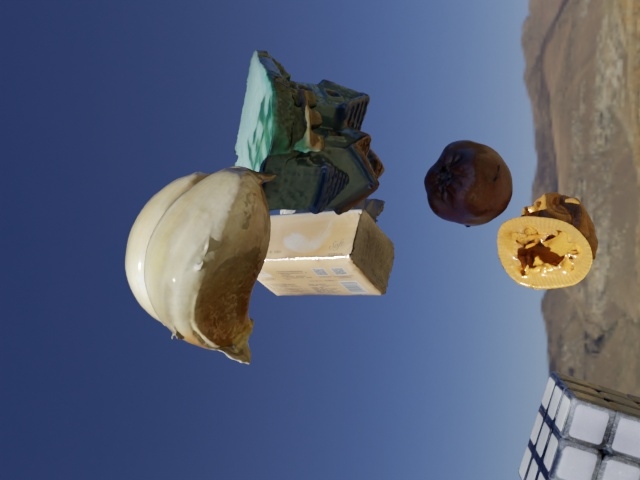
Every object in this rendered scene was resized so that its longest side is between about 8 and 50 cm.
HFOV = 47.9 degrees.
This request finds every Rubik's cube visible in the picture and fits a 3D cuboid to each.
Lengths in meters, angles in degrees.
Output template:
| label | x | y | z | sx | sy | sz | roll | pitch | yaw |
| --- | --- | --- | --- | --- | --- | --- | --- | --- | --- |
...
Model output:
| label | x | y | z | sx | sy | sz | roll | pitch | yaw |
| --- | --- | --- | --- | --- | --- | --- | --- | --- | --- |
| Rubik's cube | 0.681 | 0.524 | 1.728 | 0.301 | 0.305 | 0.304 | -17 | -58 | -83 |

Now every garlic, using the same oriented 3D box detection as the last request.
| label | x | y | z | sx | sy | sz | roll | pitch | yaw |
| --- | --- | --- | --- | --- | --- | --- | --- | --- | --- |
| garlic | -0.195 | 0.027 | 1.168 | 0.286 | 0.249 | 0.313 | -111 | 20 | -65 |

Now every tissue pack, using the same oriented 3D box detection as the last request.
| label | x | y | z | sx | sy | sz | roll | pitch | yaw |
| --- | --- | --- | --- | --- | --- | --- | --- | --- | --- |
| tissue pack | 0.000 | 0.000 | 1.708 | 0.238 | 0.305 | 0.238 | 8 | -100 | -60 |

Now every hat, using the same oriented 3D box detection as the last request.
| label | x | y | z | sx | sy | sz | roll | pitch | yaw |
| --- | --- | --- | --- | --- | --- | --- | --- | --- | --- |
| hat | 0.598 | -0.027 | 1.802 | 0.233 | 0.233 | 0.244 | -42 | -31 | -36 |

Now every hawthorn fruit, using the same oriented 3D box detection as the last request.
| label | x | y | z | sx | sy | sz | roll | pitch | yaw |
| --- | --- | --- | --- | --- | --- | --- | --- | --- | --- |
| hawthorn fruit | 0.328 | -0.111 | 1.533 | 0.202 | 0.185 | 0.185 | 23 | -114 | -36 |

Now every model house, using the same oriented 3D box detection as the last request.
| label | x | y | z | sx | sy | sz | roll | pitch | yaw |
| --- | --- | --- | --- | --- | --- | --- | --- | --- | --- |
| model house | 0.016 | -0.189 | 1.432 | 0.295 | 0.329 | 0.252 | -116 | 39 | -54 |
